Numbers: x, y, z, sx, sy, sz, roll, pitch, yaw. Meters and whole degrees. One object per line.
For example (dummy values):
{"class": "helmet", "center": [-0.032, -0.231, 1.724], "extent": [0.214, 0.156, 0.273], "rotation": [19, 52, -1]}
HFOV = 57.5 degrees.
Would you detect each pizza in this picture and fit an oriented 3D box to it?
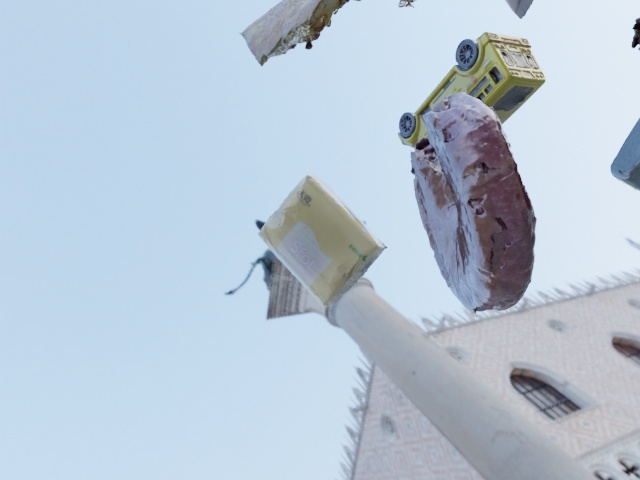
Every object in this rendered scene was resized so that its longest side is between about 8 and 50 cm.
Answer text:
{"class": "pizza", "center": [-0.034, -0.336, 0.887], "extent": [0.056, 0.271, 0.134], "rotation": [37, -128, -36]}

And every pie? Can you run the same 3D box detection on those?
{"class": "pie", "center": [0.138, -0.032, 0.560], "extent": [0.054, 0.204, 0.219], "rotation": [-15, -27, -4]}

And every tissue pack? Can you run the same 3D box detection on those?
{"class": "tissue pack", "center": [0.000, 0.000, 1.199], "extent": [0.186, 0.222, 0.090], "rotation": [-47, -14, 18]}

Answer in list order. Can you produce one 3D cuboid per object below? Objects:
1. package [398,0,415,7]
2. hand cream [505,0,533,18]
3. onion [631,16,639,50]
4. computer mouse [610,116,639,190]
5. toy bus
{"class": "package", "center": [0.221, -0.556, 1.260], "extent": [0.121, 0.031, 0.108], "rotation": [-49, -8, 34]}
{"class": "hand cream", "center": [0.123, -0.237, 0.413], "extent": [0.142, 0.053, 0.084], "rotation": [30, -91, -35]}
{"class": "onion", "center": [0.442, -0.201, 0.585], "extent": [0.195, 0.272, 0.272], "rotation": [-17, -50, 13]}
{"class": "computer mouse", "center": [0.565, -0.177, 0.807], "extent": [0.188, 0.122, 0.371], "rotation": [16, -36, -4]}
{"class": "toy bus", "center": [0.312, -0.285, 1.259], "extent": [0.145, 0.151, 0.331], "rotation": [-6, -27, -32]}
